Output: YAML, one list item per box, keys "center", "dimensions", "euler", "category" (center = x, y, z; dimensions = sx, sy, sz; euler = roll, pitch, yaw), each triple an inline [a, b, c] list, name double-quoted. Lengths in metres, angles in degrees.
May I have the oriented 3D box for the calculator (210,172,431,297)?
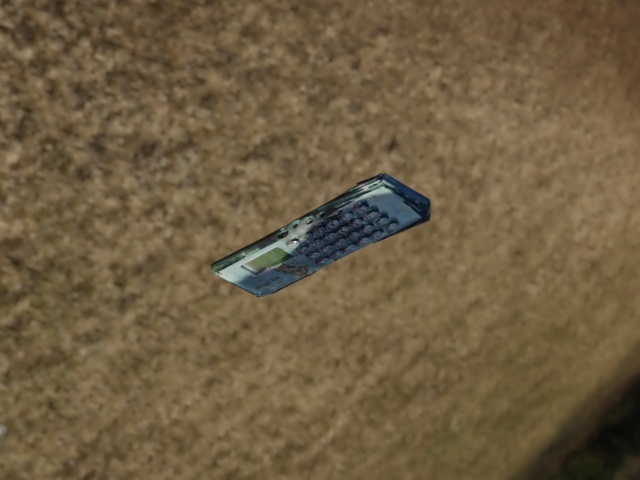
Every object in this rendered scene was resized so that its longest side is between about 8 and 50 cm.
- center: [0.000, 0.000, 1.033]
  dimensions: [0.057, 0.172, 0.018]
  euler: [31, 49, -35]
  category: "calculator"
